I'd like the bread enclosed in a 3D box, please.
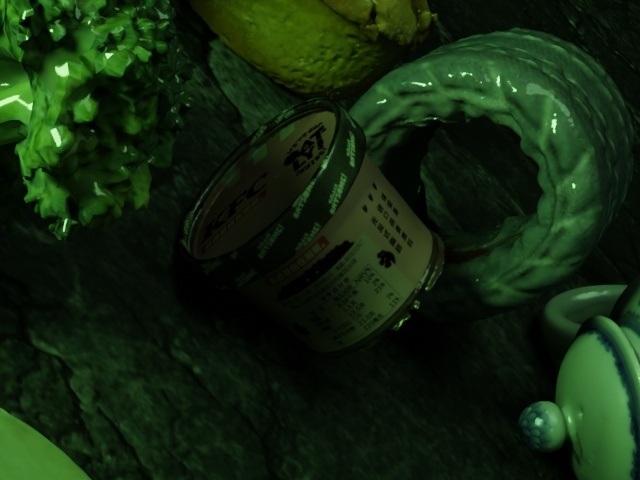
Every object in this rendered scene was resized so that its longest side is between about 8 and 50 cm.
[{"bbox_3d":[-0.037,-0.234,1.523,0.260,0.160,0.147,53,36,5],"label":"bread"}]

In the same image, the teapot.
[{"bbox_3d":[0.287,0.132,1.420,0.280,0.252,0.424,-5,24,-12],"label":"teapot"}]

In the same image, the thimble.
[{"bbox_3d":[0.123,-0.048,1.405,0.205,0.236,0.172,43,26,6],"label":"thimble"}]

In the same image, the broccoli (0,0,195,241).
[{"bbox_3d":[-0.200,-0.113,1.043,0.235,0.259,0.288,10,-1,-31],"label":"broccoli"}]

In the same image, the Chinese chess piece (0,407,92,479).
[{"bbox_3d":[-0.180,0.181,0.816,0.250,0.101,0.250,34,30,-23],"label":"Chinese chess piece"}]

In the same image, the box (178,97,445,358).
[{"bbox_3d":[0.000,0.000,1.269,0.135,0.151,0.151,44,26,-22],"label":"box"}]
